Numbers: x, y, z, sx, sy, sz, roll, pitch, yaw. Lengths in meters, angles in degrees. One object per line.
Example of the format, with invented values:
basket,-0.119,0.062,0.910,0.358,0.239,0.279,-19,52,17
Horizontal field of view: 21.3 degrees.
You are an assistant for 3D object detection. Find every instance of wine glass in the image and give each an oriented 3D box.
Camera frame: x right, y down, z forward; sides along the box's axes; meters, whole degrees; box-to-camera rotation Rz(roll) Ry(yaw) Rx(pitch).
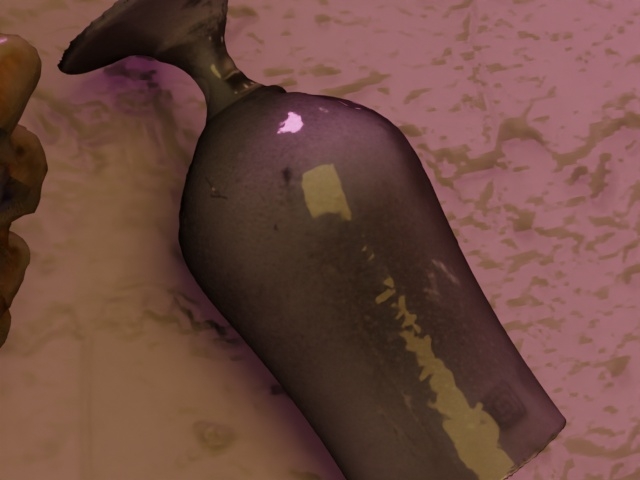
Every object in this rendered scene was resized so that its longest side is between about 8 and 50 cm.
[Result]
wine glass,0.000,0.000,0.669,0.103,0.103,0.231,-31,88,-27

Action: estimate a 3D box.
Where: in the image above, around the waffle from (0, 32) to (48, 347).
waffle,-0.157,0.038,0.534,0.054,0.204,0.223,20,104,20
